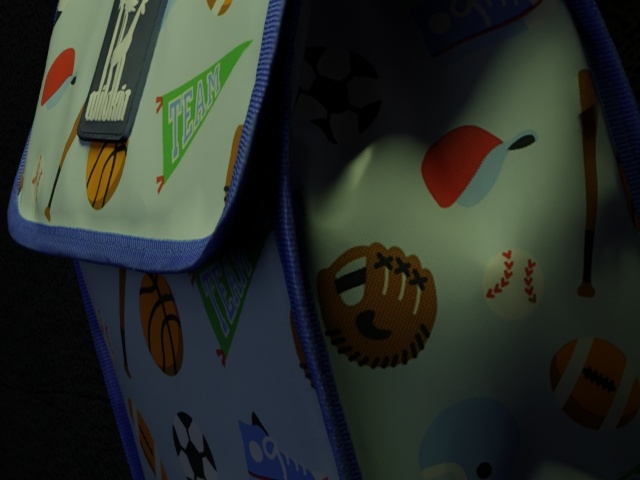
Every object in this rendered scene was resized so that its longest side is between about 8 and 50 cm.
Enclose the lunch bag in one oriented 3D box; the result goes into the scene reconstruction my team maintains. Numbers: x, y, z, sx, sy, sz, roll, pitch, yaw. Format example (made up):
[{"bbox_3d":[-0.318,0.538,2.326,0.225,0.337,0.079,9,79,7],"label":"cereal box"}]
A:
[{"bbox_3d":[0.000,0.000,0.800,0.328,0.239,0.385,6,113,63],"label":"lunch bag"}]
